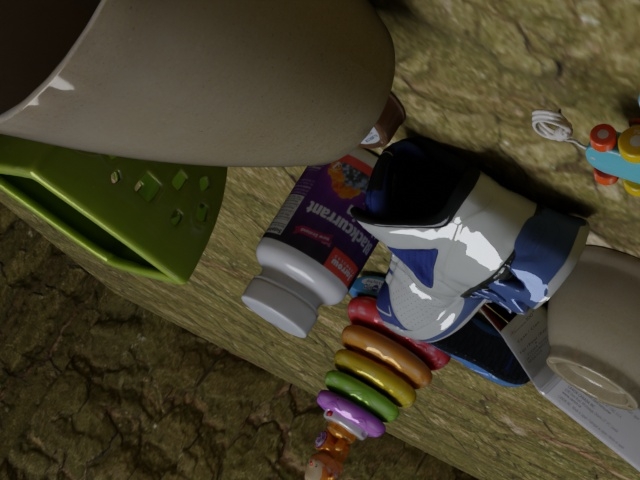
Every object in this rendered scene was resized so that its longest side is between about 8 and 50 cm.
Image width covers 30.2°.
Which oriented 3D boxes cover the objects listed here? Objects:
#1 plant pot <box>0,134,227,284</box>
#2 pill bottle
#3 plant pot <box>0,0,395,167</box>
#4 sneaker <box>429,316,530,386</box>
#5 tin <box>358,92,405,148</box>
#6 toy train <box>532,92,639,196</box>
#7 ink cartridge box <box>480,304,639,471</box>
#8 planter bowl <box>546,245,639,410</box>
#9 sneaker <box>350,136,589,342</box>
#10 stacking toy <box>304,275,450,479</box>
[{"bbox_3d":[-0.227,-0.100,1.366,0.227,0.207,0.228,40,165,-29],"label":"plant pot"},{"bbox_3d":[0.000,0.000,1.244,0.108,0.193,0.108,30,167,8],"label":"pill bottle"},{"bbox_3d":[-0.083,-0.156,0.841,0.274,0.256,0.256,21,177,-39],"label":"plant pot"},{"bbox_3d":[0.187,0.129,1.569,0.209,0.069,0.082,32,170,-1],"label":"sneaker"},{"bbox_3d":[-0.009,-0.148,1.080,0.190,0.040,0.106,34,162,-11],"label":"tin"},{"bbox_3d":[0.224,-0.080,0.786,0.125,0.046,0.166,39,162,-22],"label":"toy train"},{"bbox_3d":[0.328,0.171,1.415,0.296,0.066,0.261,38,-169,-25],"label":"ink cartridge box"},{"bbox_3d":[0.282,0.093,1.135,0.162,0.109,0.162,31,167,8],"label":"planter bowl"},{"bbox_3d":[0.110,-0.012,1.151,0.182,0.127,0.315,37,159,-8],"label":"sneaker"},{"bbox_3d":[0.060,0.213,1.646,0.166,0.302,0.175,39,166,-29],"label":"stacking toy"}]
